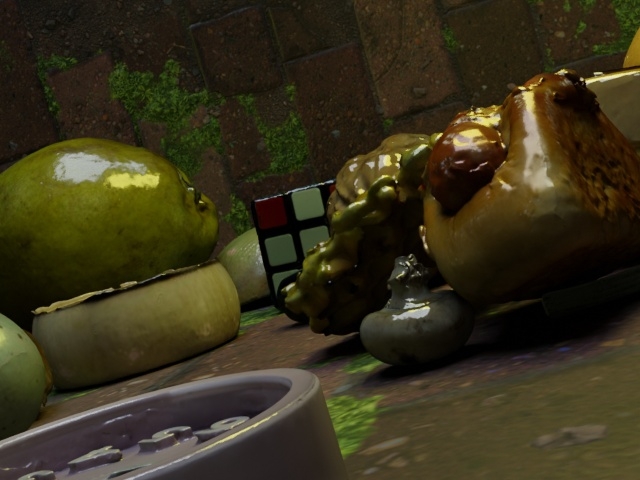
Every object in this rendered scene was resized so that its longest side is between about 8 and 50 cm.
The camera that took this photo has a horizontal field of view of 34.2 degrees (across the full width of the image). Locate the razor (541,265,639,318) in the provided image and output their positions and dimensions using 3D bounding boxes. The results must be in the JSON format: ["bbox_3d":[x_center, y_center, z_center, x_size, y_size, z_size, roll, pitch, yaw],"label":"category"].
[{"bbox_3d":[0.257,0.019,0.766,0.191,0.068,0.037,-23,-29,13],"label":"razor"}]

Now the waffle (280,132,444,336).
[{"bbox_3d":[0.079,-0.012,0.957,0.243,0.059,0.237,-14,-40,-55],"label":"waffle"}]

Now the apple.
[{"bbox_3d":[-0.114,0.050,1.696,0.193,0.120,0.265,-29,4,-20],"label":"apple"}]

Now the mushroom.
[{"bbox_3d":[0.068,0.050,0.760,0.085,0.079,0.085,-14,5,1],"label":"mushroom"}]

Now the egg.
[{"bbox_3d":[-0.321,0.116,0.925,0.131,0.164,0.131,-38,-25,-22],"label":"egg"}]

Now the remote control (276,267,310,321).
[{"bbox_3d":[0.029,0.052,1.169,0.222,0.072,0.042,-18,22,48],"label":"remote control"}]

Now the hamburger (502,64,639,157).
[{"bbox_3d":[0.314,-0.082,1.048,0.300,0.176,0.300,-13,-1,0],"label":"hamburger"}]

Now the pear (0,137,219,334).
[{"bbox_3d":[-0.367,0.013,1.658,0.413,0.351,0.352,-18,1,21],"label":"pear"}]

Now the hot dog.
[{"bbox_3d":[0.167,-0.042,0.805,0.150,0.153,0.257,-37,-18,28],"label":"hot dog"}]

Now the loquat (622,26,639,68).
[{"bbox_3d":[0.491,-0.178,1.233,0.263,0.263,0.263,-16,2,1],"label":"loquat"}]

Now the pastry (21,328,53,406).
[{"bbox_3d":[-0.365,0.154,1.066,0.182,0.093,0.192,-22,4,-23],"label":"pastry"}]

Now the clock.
[{"bbox_3d":[-0.086,0.114,0.428,0.197,0.068,0.197,-16,3,1],"label":"clock"}]

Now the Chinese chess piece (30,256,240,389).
[{"bbox_3d":[-0.226,0.100,1.286,0.257,0.104,0.257,-15,2,1],"label":"Chinese chess piece"}]

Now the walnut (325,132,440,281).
[{"bbox_3d":[0.108,-0.038,1.293,0.198,0.198,0.245,-15,4,21],"label":"walnut"}]

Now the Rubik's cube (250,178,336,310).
[{"bbox_3d":[0.000,0.000,1.480,0.162,0.163,0.160,-12,3,3],"label":"Rubik's cube"}]
